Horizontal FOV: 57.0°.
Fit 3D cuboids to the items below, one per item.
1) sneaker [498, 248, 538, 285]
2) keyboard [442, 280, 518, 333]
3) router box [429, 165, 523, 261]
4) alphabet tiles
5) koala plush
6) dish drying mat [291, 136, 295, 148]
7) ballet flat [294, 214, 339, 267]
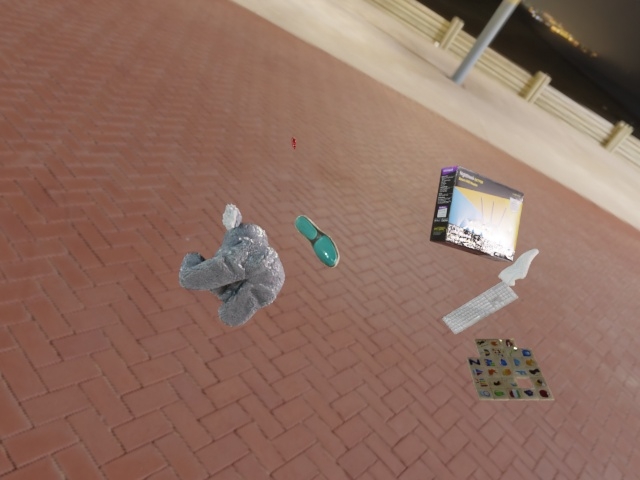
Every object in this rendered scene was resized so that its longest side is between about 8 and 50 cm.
[{"bbox_3d":[0.654,0.088,1.914,0.061,0.152,0.054,52,16,25],"label":"sneaker"},{"bbox_3d":[0.517,0.222,1.924,0.072,0.256,0.014,52,32,3],"label":"keyboard"},{"bbox_3d":[0.280,-0.043,1.047,0.179,0.133,0.046,15,-8,-33],"label":"router box"},{"bbox_3d":[0.513,0.356,1.644,0.198,0.009,0.237,0,31,0],"label":"alphabet tiles"},{"bbox_3d":[-0.170,0.036,1.316,0.196,0.203,0.221,49,23,-27],"label":"koala plush"},{"bbox_3d":[-0.079,-0.286,1.723,0.008,0.032,0.083,-5,15,-6],"label":"dish drying mat"},{"bbox_3d":[0.000,0.000,1.458,0.168,0.057,0.052,53,14,24],"label":"ballet flat"}]
